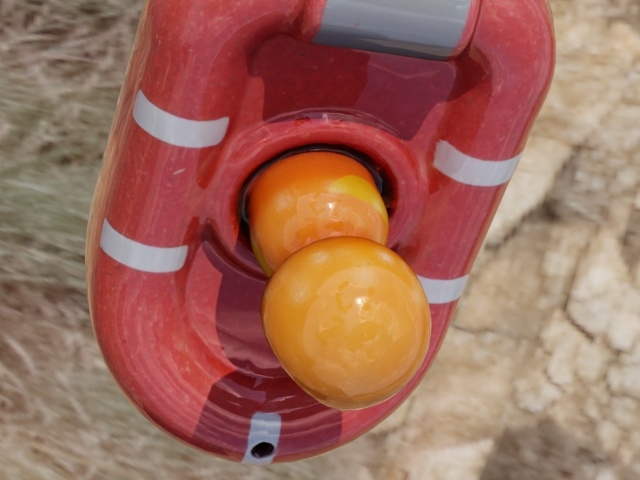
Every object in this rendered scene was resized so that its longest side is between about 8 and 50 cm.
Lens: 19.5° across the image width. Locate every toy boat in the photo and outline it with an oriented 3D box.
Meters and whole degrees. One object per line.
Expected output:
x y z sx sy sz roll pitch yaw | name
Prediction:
0.000 0.000 0.670 0.151 0.151 0.231 6 130 -16 | toy boat
